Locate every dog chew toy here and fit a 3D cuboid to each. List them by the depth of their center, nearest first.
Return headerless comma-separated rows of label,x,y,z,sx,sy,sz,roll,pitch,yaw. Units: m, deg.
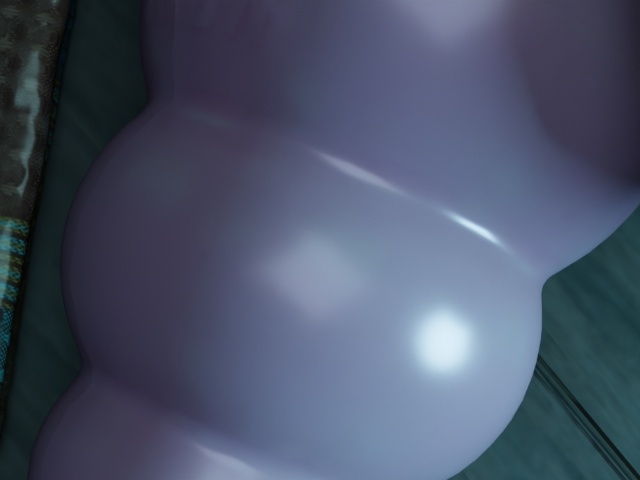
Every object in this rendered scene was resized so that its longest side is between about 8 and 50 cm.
dog chew toy,0.000,0.000,0.451,0.206,0.206,0.332,25,85,-2

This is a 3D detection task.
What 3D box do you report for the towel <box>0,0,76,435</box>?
towel,-0.297,-0.063,0.500,0.370,0.040,0.272,8,79,-6
